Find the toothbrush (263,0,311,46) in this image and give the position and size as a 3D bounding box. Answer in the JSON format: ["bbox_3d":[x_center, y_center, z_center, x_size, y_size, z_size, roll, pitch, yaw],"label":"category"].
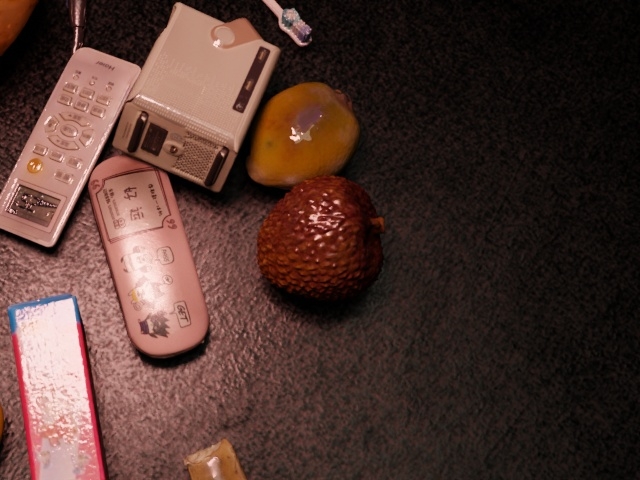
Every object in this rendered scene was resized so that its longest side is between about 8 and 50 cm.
[{"bbox_3d":[-0.148,-0.466,2.006,0.042,0.040,0.418,-35,74,-17],"label":"toothbrush"}]

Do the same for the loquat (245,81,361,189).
[{"bbox_3d":[-0.028,-0.151,1.860,0.195,0.152,0.152,-42,80,-8],"label":"loquat"}]

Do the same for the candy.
[{"bbox_3d":[-0.350,0.240,1.689,0.100,0.157,0.306,-9,74,-9],"label":"candy"}]

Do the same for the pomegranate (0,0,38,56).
[{"bbox_3d":[-0.576,-0.418,1.787,0.410,0.410,0.410,2,72,-5],"label":"pomegranate"}]

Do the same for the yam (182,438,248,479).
[{"bbox_3d":[-0.089,0.451,1.693,0.083,0.083,0.372,-21,76,-12],"label":"yam"}]

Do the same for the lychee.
[{"bbox_3d":[0.006,-0.001,1.797,0.194,0.194,0.194,2,72,-5],"label":"lychee"}]

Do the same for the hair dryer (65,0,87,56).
[{"bbox_3d":[-0.411,-0.385,1.943,0.195,0.075,0.219,-10,81,1],"label":"hair dryer"}]

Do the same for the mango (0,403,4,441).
[{"bbox_3d":[-0.526,0.303,1.673,0.138,0.113,0.253,36,70,6],"label":"mango"}]

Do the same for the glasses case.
[{"bbox_3d":[-0.250,0.020,1.812,0.122,0.075,0.314,-14,73,-14],"label":"glasses case"}]

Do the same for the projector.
[{"bbox_3d":[-0.177,-0.218,1.834,0.177,0.163,0.242,25,58,-6],"label":"projector"}]

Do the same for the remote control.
[{"bbox_3d":[-0.376,-0.140,1.868,0.109,0.055,0.313,21,75,10],"label":"remote control"}]
